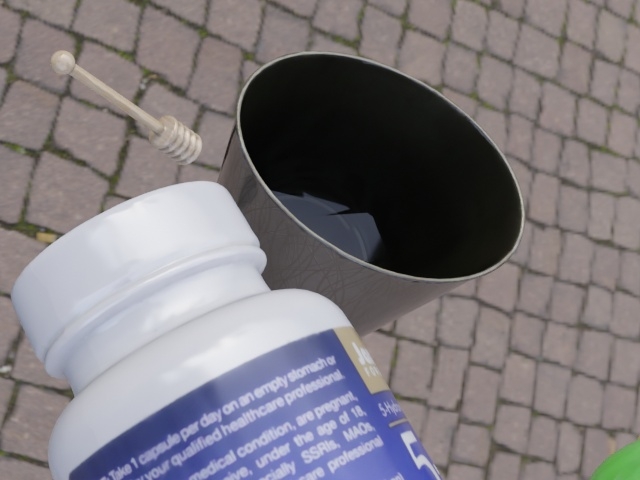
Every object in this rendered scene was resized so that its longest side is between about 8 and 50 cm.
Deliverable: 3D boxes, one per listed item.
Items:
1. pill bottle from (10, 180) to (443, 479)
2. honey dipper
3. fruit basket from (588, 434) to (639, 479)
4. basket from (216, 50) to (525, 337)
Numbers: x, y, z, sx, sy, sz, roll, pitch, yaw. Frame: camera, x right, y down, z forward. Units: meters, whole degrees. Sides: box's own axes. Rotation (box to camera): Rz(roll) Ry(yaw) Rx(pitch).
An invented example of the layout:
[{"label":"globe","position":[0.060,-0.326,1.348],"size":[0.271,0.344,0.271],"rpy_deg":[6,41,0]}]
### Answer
[{"label":"pill bottle","position":[-0.023,0.080,0.366],"size":[0.112,0.112,0.186],"rpy_deg":[-21,74,-35]},{"label":"honey dipper","position":[-0.153,-0.104,0.883],"size":[0.161,0.031,0.030],"rpy_deg":[33,69,-51]},{"label":"fruit basket","position":[0.310,0.133,0.666],"size":[0.392,0.392,0.283],"rpy_deg":[48,22,-26]},{"label":"basket","position":[0.000,0.000,0.799],"size":[0.204,0.227,0.154],"rpy_deg":[24,57,-11]}]
